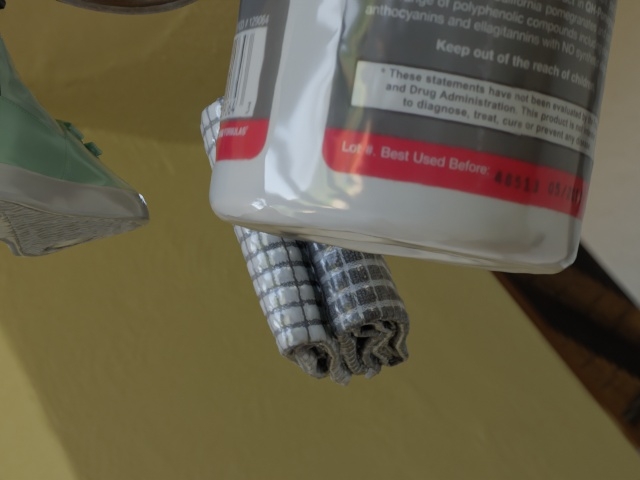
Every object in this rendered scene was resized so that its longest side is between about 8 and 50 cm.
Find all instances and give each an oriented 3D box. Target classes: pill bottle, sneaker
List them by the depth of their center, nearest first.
[{"bbox_3d":[0.057,-0.151,0.719,0.176,0.176,0.318,12,-93,-44],"label":"pill bottle"},{"bbox_3d":[-0.185,-0.075,0.950,0.094,0.151,0.256,-17,-11,12],"label":"sneaker"}]

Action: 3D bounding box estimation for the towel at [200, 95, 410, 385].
[{"bbox_3d":[0.000,0.000,1.350,0.121,0.235,0.283,-21,-14,3],"label":"towel"}]

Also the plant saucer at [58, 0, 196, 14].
[{"bbox_3d":[-0.151,-0.271,0.865,0.311,0.310,0.050,9,-18,-42],"label":"plant saucer"}]
